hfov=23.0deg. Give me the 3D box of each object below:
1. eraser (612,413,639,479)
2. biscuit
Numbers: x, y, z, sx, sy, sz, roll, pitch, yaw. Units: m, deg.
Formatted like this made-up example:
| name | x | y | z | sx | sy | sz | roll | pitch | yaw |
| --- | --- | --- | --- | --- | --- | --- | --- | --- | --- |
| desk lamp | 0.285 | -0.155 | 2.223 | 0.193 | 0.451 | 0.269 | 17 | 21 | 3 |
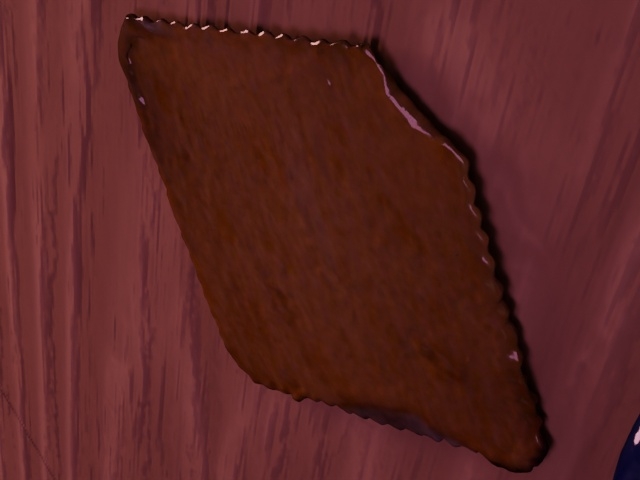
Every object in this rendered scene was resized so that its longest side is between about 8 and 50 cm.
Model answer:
| name | x | y | z | sx | sy | sz | roll | pitch | yaw |
| --- | --- | --- | --- | --- | --- | --- | --- | --- | --- |
| eraser | 0.258 | 0.154 | 0.543 | 0.332 | 0.101 | 0.155 | 28 | 140 | 30 |
| biscuit | 0.000 | 0.000 | 0.785 | 0.232 | 0.013 | 0.236 | 14 | 132 | 44 |
